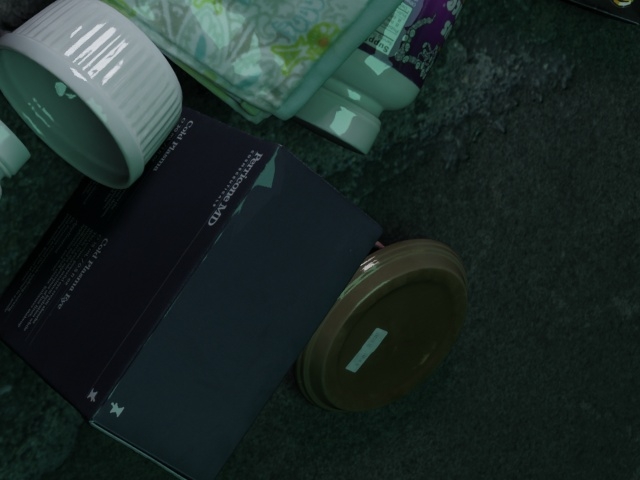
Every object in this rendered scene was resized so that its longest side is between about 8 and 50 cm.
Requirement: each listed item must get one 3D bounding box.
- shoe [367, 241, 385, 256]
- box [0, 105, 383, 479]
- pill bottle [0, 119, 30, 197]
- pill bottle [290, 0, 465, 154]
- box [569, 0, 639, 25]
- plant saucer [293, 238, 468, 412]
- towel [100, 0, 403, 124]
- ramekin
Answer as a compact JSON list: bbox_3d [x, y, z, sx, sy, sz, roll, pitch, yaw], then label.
[{"bbox_3d":[0.000,0.000,1.804,0.178,0.081,0.064,12,98,-34],"label":"shoe"},{"bbox_3d":[-0.159,0.043,1.578,0.179,0.312,0.343,38,84,-35],"label":"box"},{"bbox_3d":[-0.414,-0.050,1.505,0.208,0.119,0.119,-47,124,-11],"label":"pill bottle"},{"bbox_3d":[0.069,-0.262,1.709,0.169,0.169,0.302,27,91,-35],"label":"pill bottle"},{"bbox_3d":[0.327,-0.448,1.869,0.322,0.079,0.257,11,101,-34],"label":"box"},{"bbox_3d":[0.089,0.122,1.874,0.277,0.041,0.278,-23,136,-24],"label":"plant saucer"},{"bbox_3d":[-0.058,-0.331,1.513,0.320,0.090,0.374,35,115,-22],"label":"towel"},{"bbox_3d":[-0.244,-0.165,1.529,0.109,0.207,0.207,-48,125,-21],"label":"ramekin"}]
